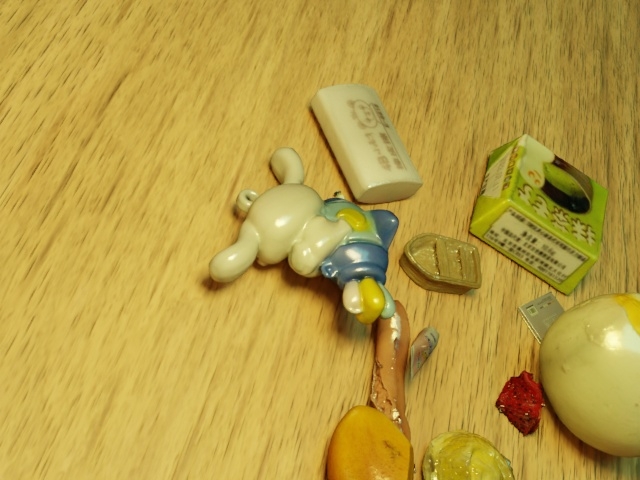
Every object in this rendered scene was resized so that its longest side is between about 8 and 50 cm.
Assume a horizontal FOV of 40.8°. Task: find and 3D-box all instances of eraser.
[{"bbox_3d":[0.101,-0.216,1.912,0.174,0.095,0.270,-7,64,-37],"label":"eraser"}]

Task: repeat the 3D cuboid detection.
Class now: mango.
[{"bbox_3d":[0.089,0.395,1.463,0.153,0.126,0.252,-11,55,0],"label":"mango"}]

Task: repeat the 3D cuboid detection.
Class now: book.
[{"bbox_3d":[0.529,0.207,1.923,0.127,0.014,0.182,-19,70,-38],"label":"book"}]

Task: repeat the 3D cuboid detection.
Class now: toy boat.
[{"bbox_3d":[0.249,0.050,1.837,0.188,0.061,0.116,14,55,-22],"label":"toy boat"}]

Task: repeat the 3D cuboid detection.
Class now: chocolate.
[{"bbox_3d":[0.526,-0.074,2.030,0.300,0.137,0.289,31,49,-8],"label":"chocolate"}]

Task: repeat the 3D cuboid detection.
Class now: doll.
[{"bbox_3d":[-0.002,0.004,1.663,0.365,0.187,0.376,26,61,1],"label":"doll"}]

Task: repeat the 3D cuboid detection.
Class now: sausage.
[{"bbox_3d":[0.135,0.249,1.627,0.078,0.078,0.305,17,55,-19],"label":"sausage"}]

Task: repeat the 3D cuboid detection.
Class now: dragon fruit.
[{"bbox_3d":[0.427,0.320,1.754,0.097,0.063,0.131,41,48,0],"label":"dragon fruit"}]

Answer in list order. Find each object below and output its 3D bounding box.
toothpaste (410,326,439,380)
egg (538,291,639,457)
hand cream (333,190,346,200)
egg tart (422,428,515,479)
[{"bbox_3d":[0.193,0.208,1.651,0.042,0.067,0.194,4,11,17],"label":"toothpaste"},{"bbox_3d":[0.592,0.276,1.732,0.283,0.283,0.345,-29,100,-40],"label":"egg"},{"bbox_3d":[0.054,-0.059,1.826,0.035,0.022,0.102,-11,71,-35],"label":"hand cream"},{"bbox_3d":[0.289,0.452,1.569,0.232,0.098,0.252,43,44,-3],"label":"egg tart"}]
